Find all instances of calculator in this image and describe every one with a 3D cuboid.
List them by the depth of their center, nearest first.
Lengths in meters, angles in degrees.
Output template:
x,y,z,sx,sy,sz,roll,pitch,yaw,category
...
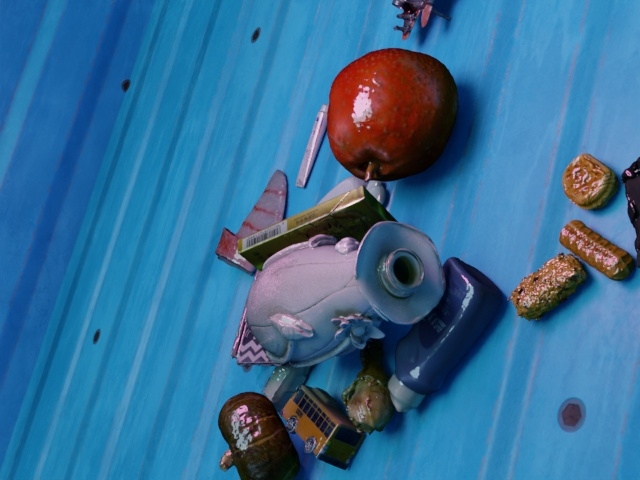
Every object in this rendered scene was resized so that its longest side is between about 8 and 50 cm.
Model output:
x,y,z,sx,sy,sz,roll,pitch,yaw,category
-0.103,0.151,2.089,0.165,0.028,0.274,-4,60,36,calculator
0.043,-0.047,2.139,0.295,0.042,0.184,-40,41,38,calculator

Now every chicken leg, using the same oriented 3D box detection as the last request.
x,y,z,sx,sy,sz,roll,pitch,yaw,category
0.092,0.284,1.825,0.228,0.088,0.103,-96,26,-50,chicken leg

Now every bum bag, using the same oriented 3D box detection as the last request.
x,y,z,sx,sy,sz,roll,pitch,yaw,category
0.507,-0.052,1.452,0.087,0.049,0.198,-38,43,46,bum bag

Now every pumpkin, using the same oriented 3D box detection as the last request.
x,y,z,sx,sy,sz,roll,pitch,yaw,category
-0.139,0.433,1.958,0.162,0.219,0.219,-26,33,-10,pumpkin

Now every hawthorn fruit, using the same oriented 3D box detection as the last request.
x,y,z,sx,sy,sz,roll,pitch,yaw,category
0.139,-0.245,1.920,0.275,0.275,0.300,-16,50,51,hawthorn fruit

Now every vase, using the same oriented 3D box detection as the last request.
x,y,z,sx,sy,sz,roll,pitch,yaw,category
0.035,0.100,1.778,0.445,0.250,0.250,-25,51,56,vase

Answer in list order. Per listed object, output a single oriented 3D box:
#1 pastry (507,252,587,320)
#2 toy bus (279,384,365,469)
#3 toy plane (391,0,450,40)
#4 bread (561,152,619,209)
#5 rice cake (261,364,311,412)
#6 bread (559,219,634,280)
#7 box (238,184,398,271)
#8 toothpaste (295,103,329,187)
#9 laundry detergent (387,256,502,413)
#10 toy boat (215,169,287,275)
x,y,z,sx,sy,sz,roll,pitch,yaw,category
0.377,0.079,1.556,0.140,0.056,0.080,-50,28,25,pastry
0.001,0.370,1.893,0.103,0.091,0.182,-58,34,3,toy bus
0.204,-0.577,2.174,0.223,0.104,0.326,-64,32,7,toy plane
0.449,-0.096,1.571,0.083,0.044,0.111,-61,31,17,bread
-0.031,0.232,2.053,0.336,0.066,0.063,-60,31,13,rice cake
0.442,0.015,1.508,0.052,0.044,0.157,-48,36,4,bread
0.000,0.000,1.968,0.311,0.173,0.043,-23,49,23,box
-0.019,-0.238,2.362,0.052,0.033,0.218,19,90,62,toothpaste
0.207,0.179,1.707,0.290,0.094,0.143,-59,34,13,laundry detergent
-0.150,-0.054,2.415,0.206,0.096,0.282,18,74,51,toy boat
